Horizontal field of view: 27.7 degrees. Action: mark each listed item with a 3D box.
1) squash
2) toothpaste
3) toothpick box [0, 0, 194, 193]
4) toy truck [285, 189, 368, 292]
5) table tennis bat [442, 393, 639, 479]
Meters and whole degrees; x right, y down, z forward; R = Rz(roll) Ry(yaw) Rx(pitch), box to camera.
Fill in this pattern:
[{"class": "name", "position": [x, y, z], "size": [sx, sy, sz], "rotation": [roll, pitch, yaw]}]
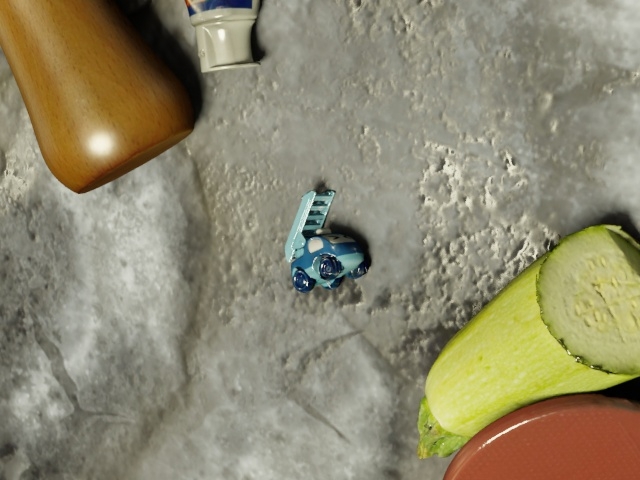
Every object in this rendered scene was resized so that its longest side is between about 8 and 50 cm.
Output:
[{"class": "squash", "position": [0.157, 0.103, 1.117], "size": [0.287, 0.137, 0.137], "rotation": [-34, 84, 34]}, {"class": "toothpaste", "position": [-0.101, -0.292, 1.214], "size": [0.096, 0.061, 0.266], "rotation": [-5, 94, 32]}, {"class": "toothpick box", "position": [-0.251, -0.202, 1.247], "size": [0.192, 0.192, 0.294], "rotation": [-27, 93, 33]}, {"class": "toy truck", "position": [0.000, 0.000, 1.227], "size": [0.073, 0.056, 0.090], "rotation": [-24, 77, 39]}, {"class": "table tennis bat", "position": [0.247, 0.194, 1.088], "size": [0.310, 0.038, 0.200], "rotation": [-27, 123, 17]}]
